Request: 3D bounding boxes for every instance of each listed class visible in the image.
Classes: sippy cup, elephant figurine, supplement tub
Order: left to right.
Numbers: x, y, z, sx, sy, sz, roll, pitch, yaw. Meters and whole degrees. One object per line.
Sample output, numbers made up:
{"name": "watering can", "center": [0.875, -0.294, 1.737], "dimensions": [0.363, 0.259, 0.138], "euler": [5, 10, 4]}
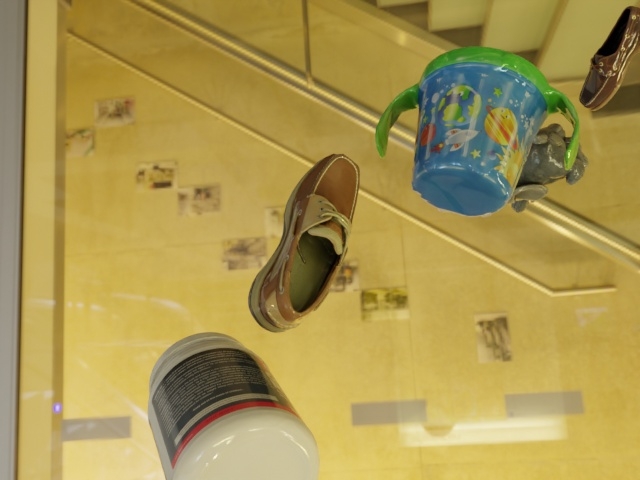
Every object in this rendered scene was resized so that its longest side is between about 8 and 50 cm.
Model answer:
{"name": "supplement tub", "center": [-0.133, 0.259, 0.900], "dimensions": [0.191, 0.191, 0.272], "euler": [1, -163, -24]}
{"name": "sippy cup", "center": [0.261, -0.170, 1.118], "dimensions": [0.240, 0.224, 0.305], "euler": [29, 155, -26]}
{"name": "elephant figurine", "center": [0.480, -0.148, 1.506], "dimensions": [0.239, 0.186, 0.169], "euler": [-40, -168, 40]}

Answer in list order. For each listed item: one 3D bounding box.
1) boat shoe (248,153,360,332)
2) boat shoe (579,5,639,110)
{"name": "boat shoe", "center": [0.000, 0.000, 1.045], "dimensions": [0.123, 0.323, 0.120], "euler": [31, 155, -22]}
{"name": "boat shoe", "center": [0.568, -0.357, 1.275], "dimensions": [0.073, 0.073, 0.207], "euler": [10, 120, -26]}
